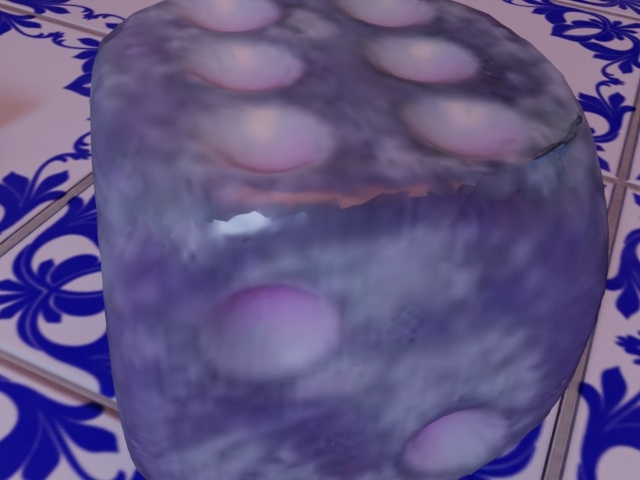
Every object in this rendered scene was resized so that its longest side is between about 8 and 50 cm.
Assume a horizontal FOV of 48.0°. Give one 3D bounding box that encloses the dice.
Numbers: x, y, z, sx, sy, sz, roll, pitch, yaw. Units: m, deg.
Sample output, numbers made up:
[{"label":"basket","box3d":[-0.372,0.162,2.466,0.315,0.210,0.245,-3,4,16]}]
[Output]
[{"label":"dice","box3d":[0.000,0.000,0.480,0.270,0.271,0.270,-6,41,-12]}]
